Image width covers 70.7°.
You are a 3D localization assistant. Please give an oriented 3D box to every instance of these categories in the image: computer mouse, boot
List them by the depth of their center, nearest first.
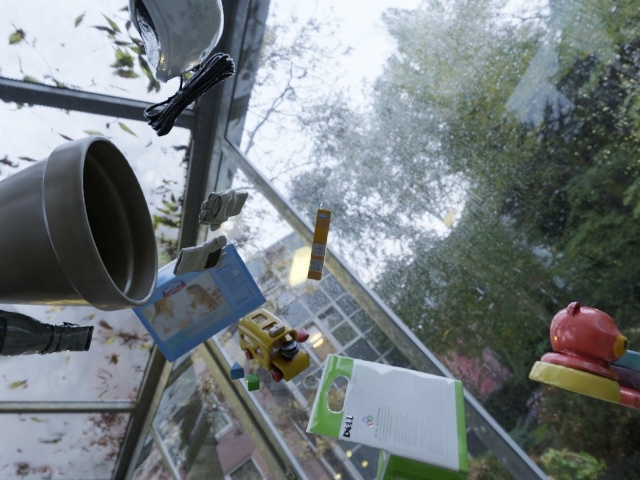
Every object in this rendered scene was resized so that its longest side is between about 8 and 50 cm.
[{"bbox_3d":[-0.111,-0.155,0.375,0.106,0.042,0.193,-42,2,-14],"label":"computer mouse"},{"bbox_3d":[-0.490,0.159,0.753,0.161,0.246,0.084,15,-102,-45],"label":"boot"}]

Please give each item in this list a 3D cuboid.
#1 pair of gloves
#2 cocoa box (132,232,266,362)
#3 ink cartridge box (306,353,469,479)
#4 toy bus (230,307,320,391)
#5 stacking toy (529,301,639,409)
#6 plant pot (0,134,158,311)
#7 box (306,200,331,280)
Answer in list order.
[{"bbox_3d":[-0.263,-0.021,1.136,0.240,0.042,0.204,-63,-11,9],"label":"pair of gloves"},{"bbox_3d":[-0.391,0.169,1.435,0.347,0.228,0.232,-32,-72,-14],"label":"cocoa box"},{"bbox_3d":[0.116,0.318,0.793,0.189,0.255,0.097,-67,-15,-57],"label":"ink cartridge box"},{"bbox_3d":[-0.101,0.238,1.038,0.202,0.191,0.104,-1,-61,0],"label":"toy bus"},{"bbox_3d":[0.508,0.199,0.695,0.309,0.279,0.131,25,-103,-47],"label":"stacking toy"},{"bbox_3d":[-0.496,-0.004,0.838,0.280,0.323,0.323,-13,-34,-2],"label":"plant pot"},{"bbox_3d":[0.000,0.000,0.794,0.081,0.028,0.136,47,-126,-89],"label":"box"}]
